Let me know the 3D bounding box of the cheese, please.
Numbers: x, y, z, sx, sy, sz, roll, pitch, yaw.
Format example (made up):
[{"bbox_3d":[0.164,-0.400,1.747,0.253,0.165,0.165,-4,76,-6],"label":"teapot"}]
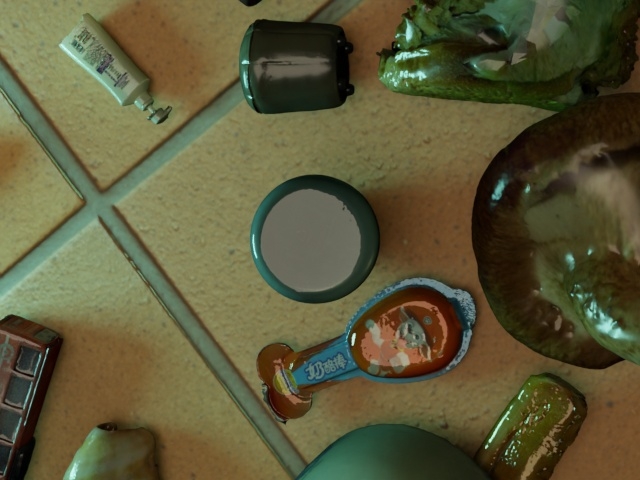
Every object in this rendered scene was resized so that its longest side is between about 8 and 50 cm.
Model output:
[{"bbox_3d":[0.047,0.114,1.420,0.256,0.037,0.106,-23,90,18],"label":"cheese"}]

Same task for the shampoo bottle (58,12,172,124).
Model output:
[{"bbox_3d":[-0.216,-0.176,1.455,0.049,0.034,0.141,-45,85,11],"label":"shampoo bottle"}]

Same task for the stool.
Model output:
[{"bbox_3d":[-0.024,-0.174,1.368,0.110,0.096,0.096,1,99,11],"label":"stool"}]

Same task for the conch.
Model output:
[{"bbox_3d":[-0.253,0.334,1.495,0.158,0.127,0.255,8,100,13],"label":"conch"}]

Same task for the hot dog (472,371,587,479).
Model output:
[{"bbox_3d":[0.179,0.259,1.391,0.083,0.068,0.289,42,114,31],"label":"hot dog"}]

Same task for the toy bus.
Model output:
[{"bbox_3d":[-0.365,0.201,1.543,0.096,0.073,0.235,19,103,6],"label":"toy bus"}]

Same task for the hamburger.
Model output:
[{"bbox_3d":[0.178,-0.210,1.259,0.288,0.192,0.168,7,91,15],"label":"hamburger"}]

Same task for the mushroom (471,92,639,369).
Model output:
[{"bbox_3d":[0.261,-0.004,1.237,0.267,0.254,0.267,0,89,8],"label":"mushroom"}]

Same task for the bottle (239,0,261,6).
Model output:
[{"bbox_3d":[-0.116,-0.307,1.393,0.164,0.060,0.060,45,108,5],"label":"bottle"}]

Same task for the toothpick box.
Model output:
[{"bbox_3d":[0.000,0.000,1.336,0.120,0.184,0.120,0,89,4],"label":"toothpick box"}]

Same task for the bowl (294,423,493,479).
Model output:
[{"bbox_3d":[0.047,0.335,1.356,0.289,0.146,0.289,3,95,35],"label":"bowl"}]
